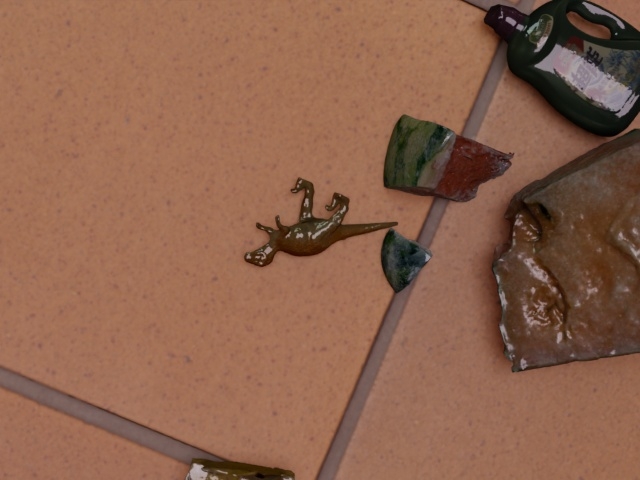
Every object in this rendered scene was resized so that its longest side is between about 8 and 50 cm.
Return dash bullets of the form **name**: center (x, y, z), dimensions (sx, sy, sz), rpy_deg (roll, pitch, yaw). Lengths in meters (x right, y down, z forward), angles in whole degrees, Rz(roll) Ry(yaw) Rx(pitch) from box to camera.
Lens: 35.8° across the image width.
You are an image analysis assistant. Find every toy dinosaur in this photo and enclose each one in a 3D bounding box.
- **toy dinosaur**: center (0.000, 0.000, 1.215), dimensions (0.162, 0.039, 0.126), rpy_deg (26, 91, -13)

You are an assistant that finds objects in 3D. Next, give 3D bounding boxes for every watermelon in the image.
- **watermelon**: center (0.144, -0.096, 1.228), dimensions (0.158, 0.121, 0.098), rpy_deg (5, 105, -48)
- **watermelon**: center (0.352, 0.006, 1.175), dimensions (0.302, 0.151, 0.264), rpy_deg (-16, 87, 31)
- **watermelon**: center (0.114, 0.023, 1.212), dimensions (0.061, 0.085, 0.085), rpy_deg (-6, 87, -40)

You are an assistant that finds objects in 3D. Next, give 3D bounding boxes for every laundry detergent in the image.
- **laundry detergent**: center (0.309, -0.237, 1.233), dimensions (0.221, 0.078, 0.144), rpy_deg (35, 83, 0)

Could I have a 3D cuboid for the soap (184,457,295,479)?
- **soap**: center (-0.106, 0.380, 1.163), dimensions (0.135, 0.076, 0.233), rpy_deg (9, 87, -4)
